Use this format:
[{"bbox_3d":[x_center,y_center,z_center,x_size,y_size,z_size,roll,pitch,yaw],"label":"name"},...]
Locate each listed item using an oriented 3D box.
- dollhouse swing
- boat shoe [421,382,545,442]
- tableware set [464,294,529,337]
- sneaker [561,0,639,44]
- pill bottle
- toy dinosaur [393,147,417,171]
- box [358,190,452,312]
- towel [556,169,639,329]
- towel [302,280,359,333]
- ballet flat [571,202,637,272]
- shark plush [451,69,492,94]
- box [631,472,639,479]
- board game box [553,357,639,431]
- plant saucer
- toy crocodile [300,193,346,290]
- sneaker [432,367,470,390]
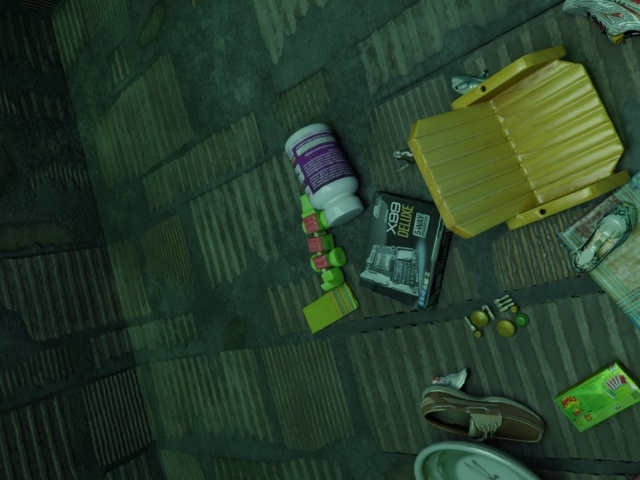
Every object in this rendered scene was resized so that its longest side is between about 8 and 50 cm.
[{"bbox_3d":[0.434,-0.211,1.058,0.315,0.304,0.347,-28,83,46],"label":"dollhouse swing"},{"bbox_3d":[0.429,0.491,1.280,0.323,0.116,0.123,6,115,22],"label":"boat shoe"},{"bbox_3d":[0.481,0.219,1.294,0.154,0.024,0.104,-40,75,34],"label":"tableware set"},{"bbox_3d":[0.632,-0.481,1.024,0.225,0.088,0.093,32,117,31],"label":"sneaker"},{"bbox_3d":[0.018,-0.203,1.503,0.169,0.169,0.302,-35,74,36],"label":"pill bottle"},{"bbox_3d":[0.355,-0.207,1.277,0.313,0.121,0.160,33,161,18],"label":"toy dinosaur"},{"bbox_3d":[0.252,0.025,1.409,0.242,0.076,0.308,20,109,35],"label":"box"},{"bbox_3d":[0.752,0.049,1.039,0.271,0.040,0.370,-49,67,32],"label":"towel"},{"bbox_3d":[0.033,0.236,1.656,0.237,0.021,0.102,-37,68,37],"label":"towel"},{"bbox_3d":[0.636,0.000,1.067,0.070,0.070,0.189,38,118,28],"label":"ballet flat"},{"bbox_3d":[0.417,-0.418,1.229,0.161,0.073,0.067,-9,61,44],"label":"shark plush"},{"bbox_3d":[0.740,0.639,1.054,0.154,0.142,0.300,42,114,27],"label":"box"},{"bbox_3d":[0.674,0.376,1.147,0.092,0.043,0.181,53,124,20],"label":"board game box"},{"bbox_3d":[0.458,0.669,1.285,0.400,0.100,0.401,19,128,26],"label":"plant saucer"},{"bbox_3d":[0.000,0.000,1.589,0.115,0.105,0.341,-17,86,39],"label":"toy crocodile"},{"bbox_3d":[0.369,0.420,1.388,0.075,0.057,0.161,39,122,21],"label":"sneaker"}]
